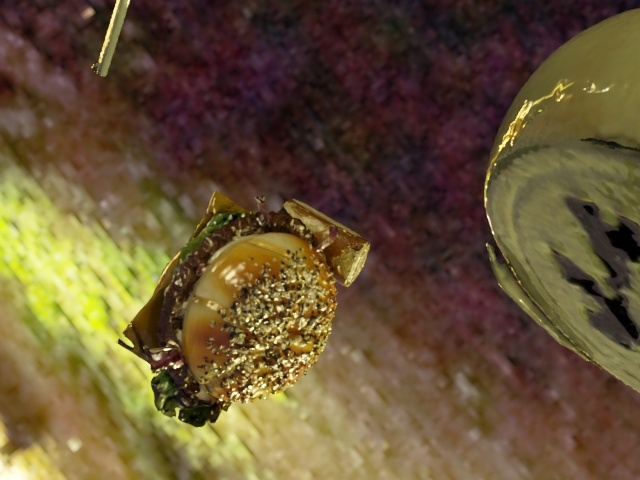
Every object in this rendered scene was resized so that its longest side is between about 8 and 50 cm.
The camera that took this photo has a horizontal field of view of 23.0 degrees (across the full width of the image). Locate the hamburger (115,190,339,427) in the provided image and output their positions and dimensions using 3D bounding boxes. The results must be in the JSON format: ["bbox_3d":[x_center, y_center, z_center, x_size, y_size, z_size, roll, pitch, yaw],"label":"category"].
[{"bbox_3d":[-0.059,0.062,1.211,0.164,0.189,0.093,22,-172,-44],"label":"hamburger"}]

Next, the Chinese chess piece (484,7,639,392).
[{"bbox_3d":[0.278,0.000,1.094,0.349,0.146,0.349,33,156,16],"label":"Chinese chess piece"}]

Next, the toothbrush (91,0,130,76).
[{"bbox_3d":[-0.109,-0.211,1.017,0.028,0.026,0.294,15,137,-17],"label":"toothbrush"}]

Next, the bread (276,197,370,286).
[{"bbox_3d":[0.000,0.000,1.281,0.083,0.036,0.047,31,131,21],"label":"bread"}]
